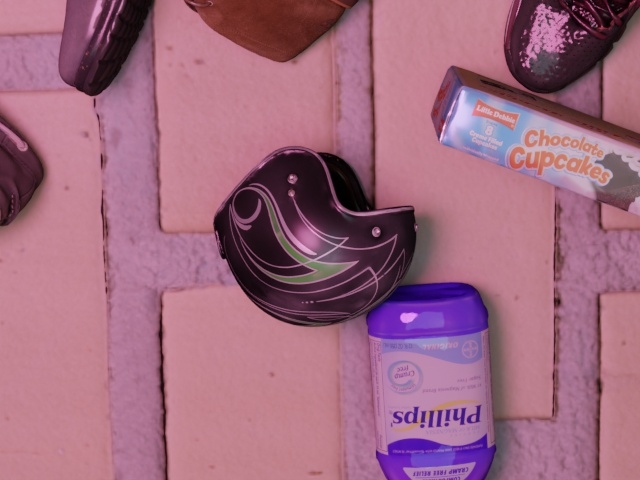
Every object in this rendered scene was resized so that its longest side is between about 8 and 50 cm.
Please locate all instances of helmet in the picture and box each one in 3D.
[{"bbox_3d":[0.000,0.000,1.475,0.169,0.169,0.161,-43,81,9],"label":"helmet"}]

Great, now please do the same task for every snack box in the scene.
[{"bbox_3d":[0.260,-0.070,1.440,0.322,0.187,0.060,20,101,-2],"label":"snack box"}]

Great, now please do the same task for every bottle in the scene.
[{"bbox_3d":[0.109,0.185,1.542,0.118,0.092,0.283,-3,101,1],"label":"bottle"}]

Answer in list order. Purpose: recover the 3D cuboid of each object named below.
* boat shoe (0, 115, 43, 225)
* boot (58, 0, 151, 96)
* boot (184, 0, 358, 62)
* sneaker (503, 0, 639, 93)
[{"bbox_3d":[-0.400,-0.144,1.503,0.335,0.095,0.112,46,135,-3],"label":"boat shoe"},{"bbox_3d":[-0.251,-0.314,1.455,0.222,0.118,0.338,14,90,2],"label":"boot"},{"bbox_3d":[-0.096,-0.244,1.398,0.305,0.112,0.115,25,115,-42],"label":"boot"},{"bbox_3d":[0.264,-0.249,1.416,0.106,0.162,0.281,34,100,-5],"label":"sneaker"}]
